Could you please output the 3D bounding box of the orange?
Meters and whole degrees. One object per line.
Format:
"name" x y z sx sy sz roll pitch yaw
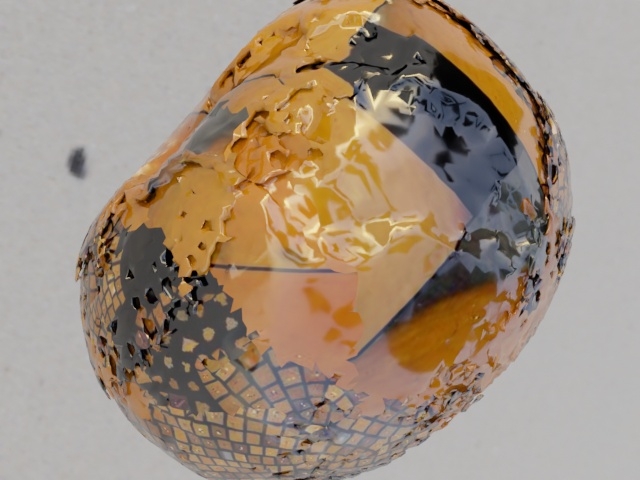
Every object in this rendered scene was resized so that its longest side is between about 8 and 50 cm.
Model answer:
"orange" 0.000 0.000 0.648 0.182 0.234 0.234 37 69 -18
